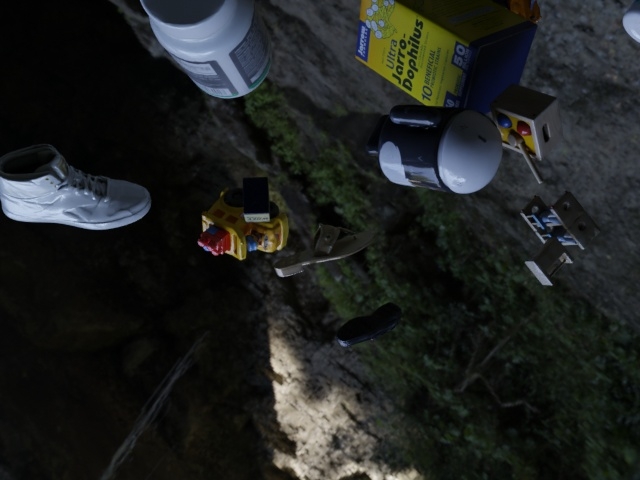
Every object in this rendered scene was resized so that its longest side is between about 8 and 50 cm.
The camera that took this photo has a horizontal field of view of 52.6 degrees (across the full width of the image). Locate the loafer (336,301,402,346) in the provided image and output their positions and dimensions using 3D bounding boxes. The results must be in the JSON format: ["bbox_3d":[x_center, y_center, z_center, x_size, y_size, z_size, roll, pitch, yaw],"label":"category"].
[{"bbox_3d":[0.134,0.240,1.751,0.223,0.078,0.076,-21,-141,-36],"label":"loafer"}]

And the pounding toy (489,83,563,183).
[{"bbox_3d":[0.412,-0.213,1.293,0.130,0.100,0.141,36,163,45],"label":"pounding toy"}]

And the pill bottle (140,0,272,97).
[{"bbox_3d":[-0.220,-0.434,1.298,0.204,0.204,0.361,39,179,6],"label":"pill bottle"}]

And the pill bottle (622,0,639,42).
[{"bbox_3d":[0.928,-0.646,1.687,0.146,0.264,0.146,36,-177,-2],"label":"pill bottle"}]

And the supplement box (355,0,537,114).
[{"bbox_3d":[0.271,-0.451,1.478,0.195,0.194,0.356,-27,-128,-28],"label":"supplement box"}]

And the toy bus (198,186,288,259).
[{"bbox_3d":[-0.227,-0.021,1.795,0.220,0.149,0.211,24,-136,18],"label":"toy bus"}]

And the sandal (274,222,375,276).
[{"bbox_3d":[0.001,0.002,1.453,0.088,0.240,0.079,-109,-2,-68],"label":"sandal"}]

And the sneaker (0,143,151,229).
[{"bbox_3d":[-0.486,-0.107,1.285,0.292,0.169,0.108,-2,-119,-16],"label":"sneaker"}]

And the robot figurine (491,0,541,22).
[{"bbox_3d":[0.420,-0.644,1.501,0.211,0.085,0.291,20,131,54],"label":"robot figurine"}]

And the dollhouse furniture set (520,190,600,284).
[{"bbox_3d":[0.522,-0.006,1.516,0.129,0.184,0.129,49,166,-10],"label":"dollhouse furniture set"}]

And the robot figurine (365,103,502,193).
[{"bbox_3d":[0.233,-0.192,1.327,0.278,0.173,0.209,15,-159,41],"label":"robot figurine"}]

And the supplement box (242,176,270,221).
[{"bbox_3d":[-0.142,-0.090,1.439,0.056,0.083,0.083,-2,169,-3],"label":"supplement box"}]
